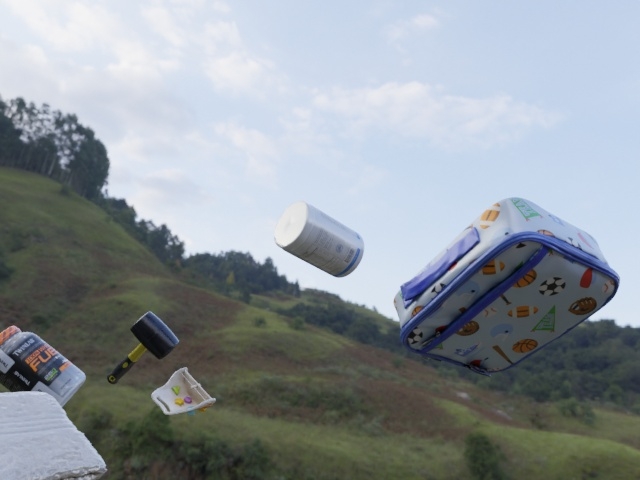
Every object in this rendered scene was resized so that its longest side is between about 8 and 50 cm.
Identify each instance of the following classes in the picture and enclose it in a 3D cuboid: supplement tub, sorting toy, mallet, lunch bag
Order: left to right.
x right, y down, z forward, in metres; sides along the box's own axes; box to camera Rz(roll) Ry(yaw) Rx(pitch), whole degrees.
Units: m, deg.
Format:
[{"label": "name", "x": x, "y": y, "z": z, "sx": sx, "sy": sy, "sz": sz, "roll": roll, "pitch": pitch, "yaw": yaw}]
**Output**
[{"label": "supplement tub", "x": -0.609, "y": 0.275, "z": 1.212, "sx": 0.190, "sy": 0.117, "sz": 0.117, "roll": 40, "pitch": -27, "yaw": -5}, {"label": "mallet", "x": -0.258, "y": 0.171, "z": 0.815, "sx": 0.062, "sy": 0.039, "sz": 0.189, "roll": 41, "pitch": -50, "yaw": 2}, {"label": "sorting toy", "x": -0.223, "y": 0.250, "z": 0.903, "sx": 0.083, "sy": 0.044, "sz": 0.075, "roll": 36, "pitch": 25, "yaw": 33}, {"label": "supplement tub", "x": 0.000, "y": 0.000, "z": 0.760, "sx": 0.107, "sy": 0.070, "sz": 0.071, "roll": 30, "pitch": -30, "yaw": -33}, {"label": "lunch bag", "x": 0.261, "y": 0.084, "z": 0.864, "sx": 0.243, "sy": 0.114, "sz": 0.303, "roll": 21, "pitch": -51, "yaw": -25}]

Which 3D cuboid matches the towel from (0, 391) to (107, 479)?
[{"label": "towel", "x": -0.440, "y": 0.272, "z": 0.746, "sx": 0.187, "sy": 0.049, "sz": 0.282, "roll": 32, "pitch": 7, "yaw": 32}]
